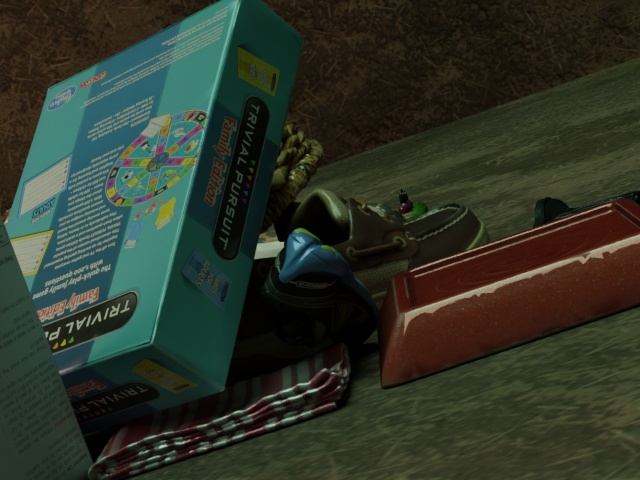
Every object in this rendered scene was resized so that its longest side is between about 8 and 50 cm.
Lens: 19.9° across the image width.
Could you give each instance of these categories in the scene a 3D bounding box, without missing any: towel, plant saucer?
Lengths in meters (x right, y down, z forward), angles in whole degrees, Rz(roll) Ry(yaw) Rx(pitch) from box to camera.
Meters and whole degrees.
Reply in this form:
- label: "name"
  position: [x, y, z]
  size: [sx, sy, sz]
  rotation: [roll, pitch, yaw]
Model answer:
- label: "towel"
  position: [-0.073, 0.125, 1.358]
  size: [0.197, 0.029, 0.144]
  rotation: [-19, 6, 5]
- label: "plant saucer"
  position: [0.161, 0.029, 1.412]
  size: [0.259, 0.048, 0.258]
  rotation: [-19, 6, 4]

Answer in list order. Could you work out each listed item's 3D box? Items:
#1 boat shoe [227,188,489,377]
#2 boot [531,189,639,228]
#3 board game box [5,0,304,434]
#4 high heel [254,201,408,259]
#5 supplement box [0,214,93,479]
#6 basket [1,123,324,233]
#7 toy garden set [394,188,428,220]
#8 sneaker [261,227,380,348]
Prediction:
- label: "boat shoe"
  position: [0.024, 0.010, 1.612]
  size: [0.123, 0.123, 0.342]
  rotation: [-12, 9, 46]
- label: "boot"
  position: [0.238, -0.020, 1.600]
  size: [0.099, 0.045, 0.121]
  rotation: [-19, 13, 17]
- label: "board game box"
  position: [-0.155, -0.012, 1.467]
  size: [0.253, 0.079, 0.336]
  rotation: [-20, 46, 40]
- label: "high heel"
  position: [-0.027, 0.034, 1.932]
  size: [0.186, 0.093, 0.261]
  rotation: [7, -27, -38]
- label: "supplement box"
  position: [-0.262, 0.096, 1.302]
  size: [0.111, 0.220, 0.114]
  rotation: [-18, 8, 18]
- label: "basket"
  position: [-0.139, 0.011, 1.705]
  size: [0.299, 0.223, 0.213]
  rotation: [-44, 37, 17]
- label: "toy garden set"
  position: [0.000, 0.000, 2.105]
  size: [0.244, 0.049, 0.204]
  rotation: [-18, 6, 8]
- label: "sneaker"
  position: [-0.007, 0.048, 1.430]
  size: [0.078, 0.067, 0.188]
  rotation: [-50, -21, -4]
